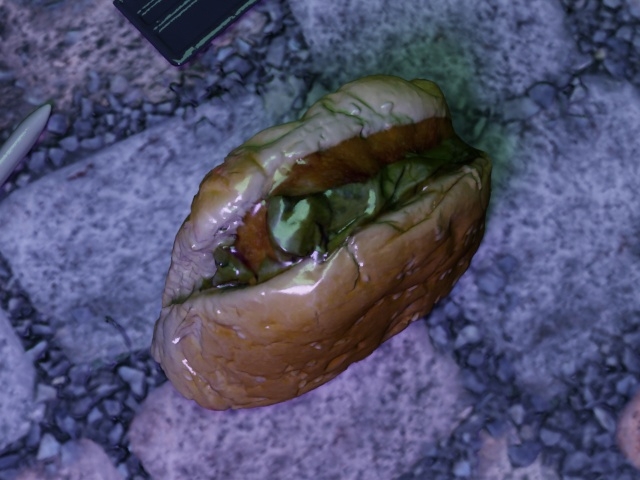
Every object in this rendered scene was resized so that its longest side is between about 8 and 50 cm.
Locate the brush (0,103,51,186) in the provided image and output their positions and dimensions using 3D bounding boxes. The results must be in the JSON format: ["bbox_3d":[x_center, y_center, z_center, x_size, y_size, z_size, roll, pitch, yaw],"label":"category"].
[{"bbox_3d":[-0.328,-0.006,1.537,0.042,0.039,0.299,31,76,14],"label":"brush"}]

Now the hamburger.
[{"bbox_3d":[-0.002,-0.002,1.422,0.330,0.209,0.162,-36,72,-6],"label":"hamburger"}]

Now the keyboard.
[{"bbox_3d":[-0.018,-0.310,1.619,0.381,0.041,0.103,-42,74,-3],"label":"keyboard"}]
